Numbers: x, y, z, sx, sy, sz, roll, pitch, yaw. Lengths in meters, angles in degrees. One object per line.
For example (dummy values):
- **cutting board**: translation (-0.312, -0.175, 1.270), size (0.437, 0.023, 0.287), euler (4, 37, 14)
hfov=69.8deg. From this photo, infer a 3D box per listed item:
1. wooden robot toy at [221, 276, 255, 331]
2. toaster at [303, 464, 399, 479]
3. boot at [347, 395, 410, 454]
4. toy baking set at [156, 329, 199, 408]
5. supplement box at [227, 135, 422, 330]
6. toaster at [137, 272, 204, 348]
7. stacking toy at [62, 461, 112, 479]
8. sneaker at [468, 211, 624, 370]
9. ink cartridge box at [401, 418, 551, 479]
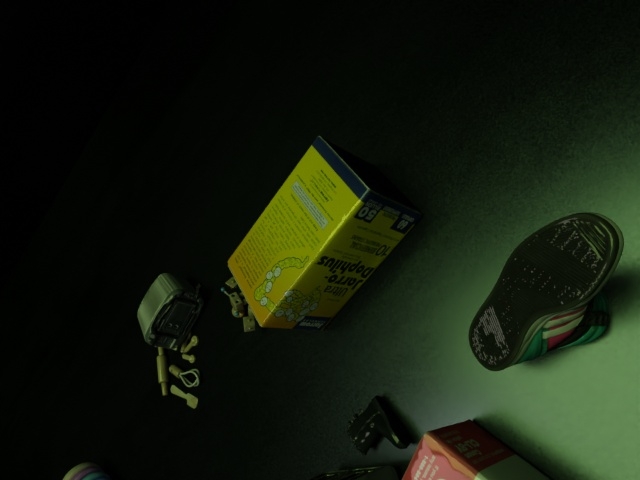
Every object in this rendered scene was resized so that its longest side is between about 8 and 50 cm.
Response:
- **wooden robot toy**: translation (-0.205, 0.179, 1.217), size (0.173, 0.076, 0.079), euler (51, 148, 37)
- **toaster**: translation (0.038, 0.482, 0.823), size (0.168, 0.186, 0.110), euler (-27, 66, 35)
- **boot**: translation (0.107, 0.373, 0.884), size (0.099, 0.045, 0.121), euler (-53, 43, 15)
- **toy baking set**: translation (-0.427, 0.379, 1.370), size (0.197, 0.030, 0.256), euler (-28, 62, 34)
- **supplement box**: translation (0.000, 0.000, 0.974), size (0.356, 0.194, 0.195), euler (-52, 51, 20)
- **toaster**: translation (-0.448, 0.197, 1.368), size (0.146, 0.129, 0.227), euler (34, 96, 46)
- **stacking toy**: translation (-0.667, 0.809, 1.415), size (0.330, 0.141, 0.141), euler (3, 81, 38)
- **sneaker**: translation (0.351, 0.071, 0.650), size (0.124, 0.178, 0.295), euler (60, 147, 34)
- **ink cartridge box**: translation (0.275, 0.487, 0.624), size (0.385, 0.160, 0.279), euler (29, 99, 42)
